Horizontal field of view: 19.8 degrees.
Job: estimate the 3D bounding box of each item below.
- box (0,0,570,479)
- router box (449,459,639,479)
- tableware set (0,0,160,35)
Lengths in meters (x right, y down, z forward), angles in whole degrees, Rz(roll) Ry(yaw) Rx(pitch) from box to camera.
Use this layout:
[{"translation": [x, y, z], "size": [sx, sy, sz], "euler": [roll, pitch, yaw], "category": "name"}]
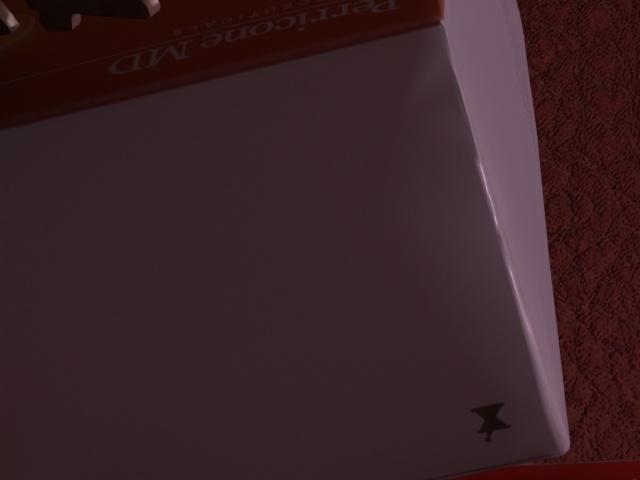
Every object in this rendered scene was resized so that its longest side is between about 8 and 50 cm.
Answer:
[{"translation": [-0.033, -0.061, 0.723], "size": [0.345, 0.215, 0.168], "euler": [-85, 160, -58], "category": "box"}, {"translation": [0.076, 0.213, 0.724], "size": [0.335, 0.301, 0.082], "euler": [66, 25, -45], "category": "router box"}, {"translation": [-0.128, -0.098, 0.503], "size": [0.128, 0.039, 0.194], "euler": [55, -20, -21], "category": "tableware set"}]
